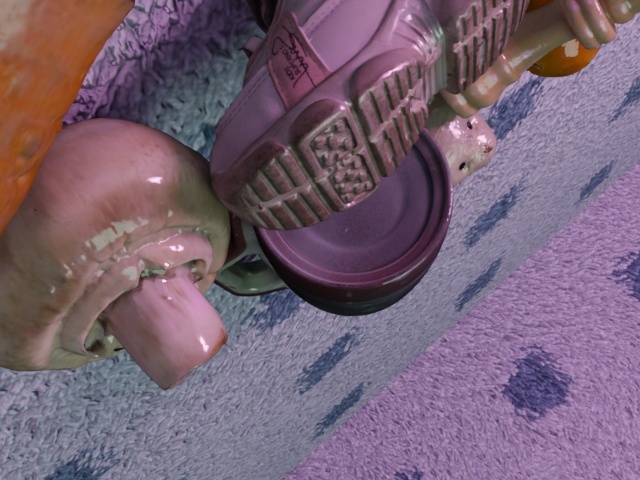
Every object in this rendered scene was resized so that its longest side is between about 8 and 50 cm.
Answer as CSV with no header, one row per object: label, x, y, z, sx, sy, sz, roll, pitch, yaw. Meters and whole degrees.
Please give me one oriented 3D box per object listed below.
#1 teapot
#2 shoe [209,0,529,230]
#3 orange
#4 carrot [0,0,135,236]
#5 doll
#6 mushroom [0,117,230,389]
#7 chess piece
teapot,0.000,0.000,1.083,0.315,0.233,0.312,-12,161,-2
shoe,0.016,-0.171,0.755,0.351,0.198,0.172,-42,158,-15
orange,0.316,-0.300,1.164,0.155,0.154,0.134,-27,-165,-38
carrot,-0.258,-0.058,0.436,0.340,0.224,0.224,-50,159,6
doll,0.182,-0.124,1.265,0.278,0.150,0.175,45,48,-81
mushroom,-0.180,0.033,0.739,0.254,0.234,0.260,-37,159,-11
chess piece,0.325,-0.281,1.014,0.397,0.117,0.117,-24,170,28
